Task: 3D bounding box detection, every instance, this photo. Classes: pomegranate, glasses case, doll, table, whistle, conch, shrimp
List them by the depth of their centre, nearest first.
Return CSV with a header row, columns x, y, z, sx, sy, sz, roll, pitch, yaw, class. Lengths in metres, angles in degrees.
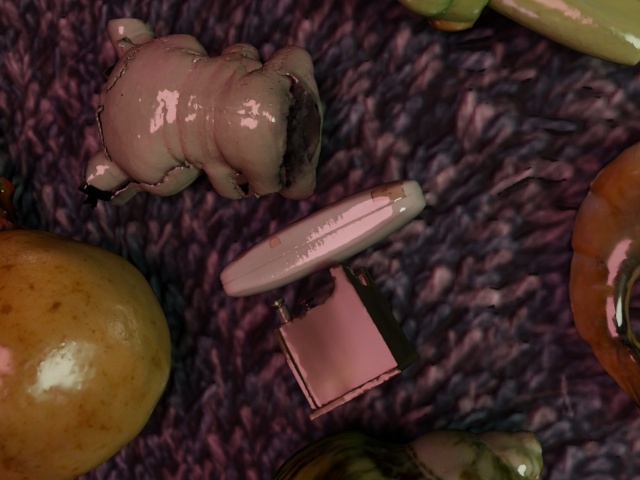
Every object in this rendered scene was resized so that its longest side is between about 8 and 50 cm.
x,y,z,sx,sy,sz,roll,pitch,yaw,class
0.237,0.057,0.372,0.145,0.059,0.254,-12,89,21,shrimp
0.066,-0.193,0.395,0.294,0.141,0.141,40,104,-6,whistle
0.054,0.184,0.396,0.182,0.124,0.187,-24,46,-19,conch
0.016,0.069,0.433,0.070,0.083,0.082,-32,77,14,table
0.000,0.000,0.442,0.164,0.063,0.041,-27,87,18,glasses case
-0.090,-0.089,0.452,0.192,0.095,0.149,6,97,15,doll
-0.206,0.093,0.461,0.196,0.196,0.196,1,93,18,pomegranate

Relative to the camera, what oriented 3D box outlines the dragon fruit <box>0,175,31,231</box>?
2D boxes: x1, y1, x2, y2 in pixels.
x,y,z,sx,sy,sz,roll,pitch,yaw,class
-0.329,-0.023,0.516,0.133,0.150,0.207,-1,88,50,dragon fruit
